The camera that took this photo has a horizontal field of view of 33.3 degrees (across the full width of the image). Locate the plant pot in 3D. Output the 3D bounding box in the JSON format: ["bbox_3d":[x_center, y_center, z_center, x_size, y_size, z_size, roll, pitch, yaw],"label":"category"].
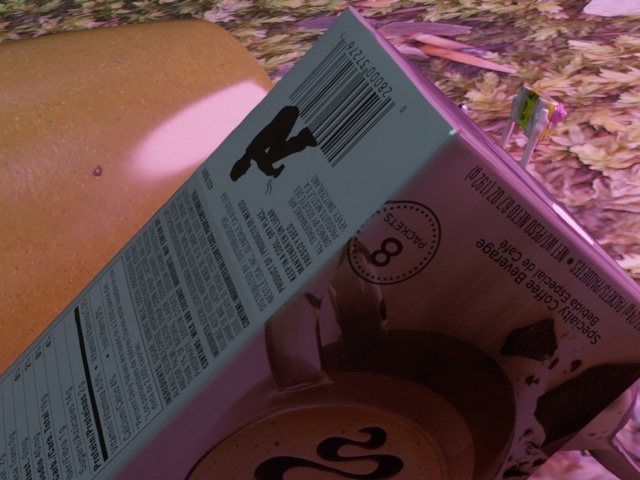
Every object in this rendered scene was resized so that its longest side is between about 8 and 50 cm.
[{"bbox_3d":[-0.166,-0.014,0.654,0.293,0.275,0.275,-34,39,-24],"label":"plant pot"}]

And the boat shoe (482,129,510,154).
[{"bbox_3d":[0.000,0.000,0.812,0.302,0.098,0.109,-16,48,-7],"label":"boat shoe"}]

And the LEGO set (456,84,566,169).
[{"bbox_3d":[0.069,-0.065,0.685,0.132,0.107,0.287,12,17,-25],"label":"LEGO set"}]

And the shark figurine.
[{"bbox_3d":[0.108,0.071,0.643,0.278,0.166,0.116,-9,51,54],"label":"shark figurine"}]

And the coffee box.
[{"bbox_3d":[-0.020,0.075,0.467,0.297,0.168,0.119,-46,37,13],"label":"coffee box"}]
